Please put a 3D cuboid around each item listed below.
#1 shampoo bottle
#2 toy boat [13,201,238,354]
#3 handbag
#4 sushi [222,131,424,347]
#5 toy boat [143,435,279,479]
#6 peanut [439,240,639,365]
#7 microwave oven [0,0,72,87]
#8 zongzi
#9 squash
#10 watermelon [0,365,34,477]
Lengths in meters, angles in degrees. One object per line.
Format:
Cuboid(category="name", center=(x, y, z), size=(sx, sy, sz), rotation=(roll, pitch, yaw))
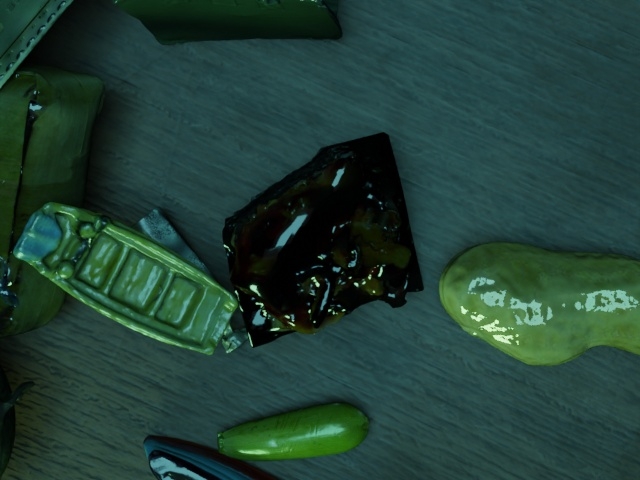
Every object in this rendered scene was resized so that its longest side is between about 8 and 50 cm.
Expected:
Cuboid(category="shampoo bottle", center=(-0.164, 0.053, 1.902), size=(0.063, 0.057, 0.208), rotation=(-37, 92, -11))
Cuboid(category="toy boat", center=(-0.238, 0.042, 1.812), size=(0.276, 0.084, 0.111), rotation=(27, 91, -16))
Cuboid(category="handbag", center=(-0.106, -0.294, 1.779), size=(0.247, 0.260, 0.079), rotation=(0, 88, 6))
Cuboid(category="sushi", center=(-0.001, 0.000, 1.802), size=(0.227, 0.212, 0.215), rotation=(-14, 94, 1))
Cuboid(category="toy boat", center=(-0.073, 0.377, 1.904), size=(0.392, 0.079, 0.136), rotation=(36, 94, 0))
Cuboid(category="peanut", center=(0.303, 0.084, 1.822), size=(0.318, 0.147, 0.148), rotation=(7, 93, 1))
Cuboid(category="microwave oven", center=(-0.442, -0.396, 1.734), size=(0.333, 0.247, 0.394), rotation=(33, 81, 33))
Cuboid(category="zongzi", center=(-0.477, -0.076, 1.890), size=(0.393, 0.174, 0.356), rotation=(16, 105, 21))
Cuboid(category="squash", center=(-0.037, 0.248, 1.895), size=(0.201, 0.066, 0.066), rotation=(-8, 92, 8))
Cuboid(category="watermelon", center=(-0.533, 0.233, 1.835), size=(0.359, 0.279, 0.279), rotation=(-12, 91, 13))
